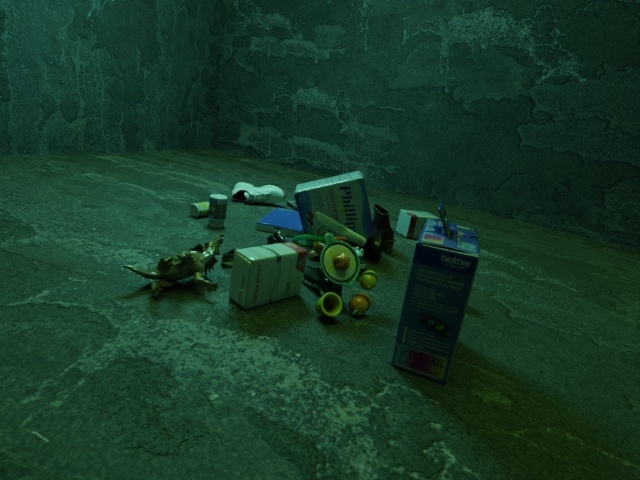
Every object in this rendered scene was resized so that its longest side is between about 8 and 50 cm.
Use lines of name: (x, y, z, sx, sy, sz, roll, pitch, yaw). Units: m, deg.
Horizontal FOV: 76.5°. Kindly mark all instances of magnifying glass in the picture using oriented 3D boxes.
magnifying glass: (0.000, 0.000, 1.656, 0.230, 0.026, 0.092, -4, -21, -7)

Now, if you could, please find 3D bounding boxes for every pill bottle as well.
pill bottle: (-0.455, -0.130, 1.794, 0.078, 0.137, 0.078, 9, 17, -3)
pill bottle: (-0.553, -0.148, 1.917, 0.065, 0.065, 0.116, 20, 20, 28)

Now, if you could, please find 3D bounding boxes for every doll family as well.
doll family: (0.057, 0.041, 1.572, 0.163, 0.119, 0.262, -4, 20, -43)

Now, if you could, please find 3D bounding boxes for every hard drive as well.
hard drive: (-0.165, -0.092, 1.988, 0.210, 0.040, 0.319, 12, 18, 7)

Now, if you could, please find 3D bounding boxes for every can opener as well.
can opener: (-0.148, 0.016, 1.670, 0.186, 0.073, 0.059, 33, -10, 44)

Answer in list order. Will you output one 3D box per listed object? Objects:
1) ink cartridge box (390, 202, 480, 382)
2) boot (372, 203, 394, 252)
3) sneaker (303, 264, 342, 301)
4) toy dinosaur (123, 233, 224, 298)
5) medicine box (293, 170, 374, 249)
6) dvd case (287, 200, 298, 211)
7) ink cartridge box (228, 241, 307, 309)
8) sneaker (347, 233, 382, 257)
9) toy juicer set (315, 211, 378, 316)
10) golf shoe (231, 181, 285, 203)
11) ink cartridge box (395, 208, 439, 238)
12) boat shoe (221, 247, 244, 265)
ink cartridge box: (0.306, 0.109, 1.050, 0.151, 0.396, 0.270, 15, 18, 15)
boot: (0.273, -0.078, 1.891, 0.090, 0.207, 0.248, -16, 26, -11)
sneaker: (0.006, 0.114, 1.346, 0.078, 0.106, 0.234, -1, 21, -31)
toy dinosaur: (-0.423, 0.078, 1.227, 0.295, 0.127, 0.200, -10, 17, -19)
medicine box: (0.061, -0.128, 1.723, 0.289, 0.264, 0.149, -12, 19, 5)
dvd case: (-0.061, -0.183, 2.340, 0.179, 0.030, 0.238, -3, 22, -33)
ink cartridge box: (-0.156, 0.100, 1.220, 0.092, 0.159, 0.217, 26, 24, 38)
sneaker: (0.189, 0.012, 1.795, 0.130, 0.109, 0.286, -2, 12, -10)
toy juicer set: (0.090, 0.072, 1.234, 0.209, 0.329, 0.089, 9, -21, -23)
golf shoe: (-0.352, -0.247, 2.284, 0.305, 0.115, 0.140, 5, 28, 7)
ink cartridge box: (0.521, -0.085, 2.184, 0.176, 0.128, 0.128, 3, 18, -18)
boat shoe: (-0.302, 0.051, 1.467, 0.056, 0.049, 0.152, 14, 18, 15)
